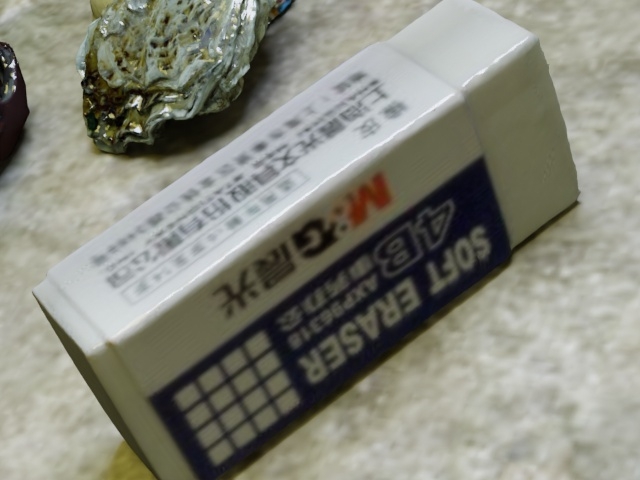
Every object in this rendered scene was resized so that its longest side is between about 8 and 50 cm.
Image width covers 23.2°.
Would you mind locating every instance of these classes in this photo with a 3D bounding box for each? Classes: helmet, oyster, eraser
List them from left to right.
[{"bbox_3d":[-0.246,-0.079,1.054,0.098,0.070,0.123,9,54,21],"label":"helmet"},{"bbox_3d":[-0.089,-0.132,1.018,0.177,0.064,0.125,-30,72,18],"label":"oyster"},{"bbox_3d":[0.000,0.000,0.813,0.279,0.124,0.081,-36,43,-14],"label":"eraser"}]

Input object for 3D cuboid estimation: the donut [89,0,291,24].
[{"bbox_3d":[-0.079,-0.186,1.090,0.166,0.065,0.108,-34,42,-10],"label":"donut"}]
